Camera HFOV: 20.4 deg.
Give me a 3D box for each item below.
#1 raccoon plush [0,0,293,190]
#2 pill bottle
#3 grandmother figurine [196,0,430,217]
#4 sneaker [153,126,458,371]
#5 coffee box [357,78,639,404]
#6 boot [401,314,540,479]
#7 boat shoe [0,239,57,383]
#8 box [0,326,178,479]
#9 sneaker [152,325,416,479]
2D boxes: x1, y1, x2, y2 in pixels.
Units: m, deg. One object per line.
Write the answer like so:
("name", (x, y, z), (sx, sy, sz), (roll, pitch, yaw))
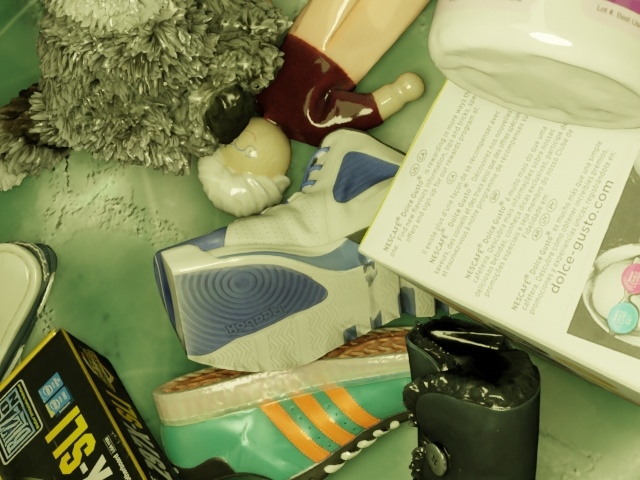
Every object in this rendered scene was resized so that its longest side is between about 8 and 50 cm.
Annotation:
("raccoon plush", (-0.248, -0.185, 1.610), (0.446, 0.299, 0.216), (-31, 44, 26))
("pill bottle", (0.187, -0.240, 1.179), (0.169, 0.169, 0.302), (12, 80, 27))
("grandmother figurine", (-0.003, -0.173, 1.669), (0.208, 0.104, 0.342), (32, 88, 37))
("sneaker", (0.001, 0.000, 1.569), (0.315, 0.127, 0.182), (-12, 36, -15))
("coffee box", (0.294, -0.037, 1.354), (0.334, 0.337, 0.338), (26, 88, 30))
("boot", (0.130, 0.191, 1.280), (0.094, 0.207, 0.246), (-16, 37, -20))
("boat shoe", (-0.341, 0.108, 1.752), (0.095, 0.079, 0.254), (31, 102, 14))
("box", (-0.251, 0.268, 1.612), (0.257, 0.079, 0.322), (-44, 41, 6))
("sneaker", (0.008, 0.156, 1.577), (0.302, 0.108, 0.121), (-12, 100, 12))
